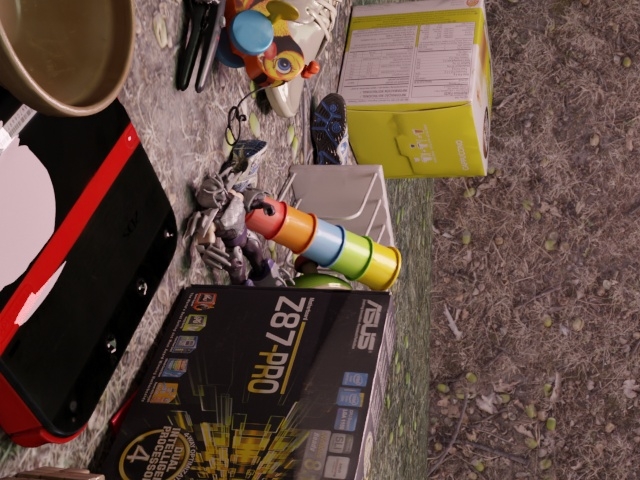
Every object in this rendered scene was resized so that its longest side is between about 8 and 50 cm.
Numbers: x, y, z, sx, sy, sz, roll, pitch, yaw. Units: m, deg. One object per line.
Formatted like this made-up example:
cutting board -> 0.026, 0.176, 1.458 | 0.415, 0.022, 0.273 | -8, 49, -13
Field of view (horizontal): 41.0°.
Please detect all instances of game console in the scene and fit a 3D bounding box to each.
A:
game console -> -0.290, -0.008, 0.944 | 0.386, 0.060, 0.342 | -72, 150, -46

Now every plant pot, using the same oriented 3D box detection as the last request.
plant pot -> -0.286, -0.234, 0.826 | 0.237, 0.110, 0.237 | -3, 90, -71

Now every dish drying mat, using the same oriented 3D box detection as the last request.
dish drying mat -> -0.253, 0.227, 1.128 | 0.083, 0.008, 0.032 | -54, 142, -61

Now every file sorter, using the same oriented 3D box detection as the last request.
file sorter -> 0.032, 0.008, 1.744 | 0.173, 0.193, 0.277 | -66, 151, -47

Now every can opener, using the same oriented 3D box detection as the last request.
can opener -> -0.173, -0.306, 1.285 | 0.073, 0.059, 0.186 | 52, 41, -65

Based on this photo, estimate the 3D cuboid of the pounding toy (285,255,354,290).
pounding toy -> -0.026, 0.106, 1.653 | 0.237, 0.183, 0.110 | 52, 14, -58

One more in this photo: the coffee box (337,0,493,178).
coffee box -> 0.258, -0.381, 2.212 | 0.337, 0.338, 0.334 | 61, 34, -57

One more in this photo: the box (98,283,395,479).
box -> -0.082, 0.221, 1.132 | 0.395, 0.318, 0.097 | -71, 160, -49

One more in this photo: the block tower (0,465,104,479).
block tower -> -0.317, 0.278, 0.783 | 0.335, 0.091, 0.097 | 14, 76, -73

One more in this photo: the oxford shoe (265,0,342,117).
oxford shoe -> -0.028, -0.445, 1.644 | 0.169, 0.130, 0.449 | 58, 37, -63

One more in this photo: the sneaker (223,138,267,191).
sneaker -> -0.130, -0.126, 1.467 | 0.135, 0.052, 0.058 | -59, 156, -46

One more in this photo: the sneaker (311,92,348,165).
sneaker -> 0.022, -0.227, 1.917 | 0.081, 0.080, 0.211 | -61, 158, -69

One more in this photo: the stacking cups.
stacking cups -> 0.000, 0.000, 1.529 | 0.316, 0.096, 0.096 | 25, 61, -31

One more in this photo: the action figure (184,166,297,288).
action figure -> -0.128, 0.006, 1.376 | 0.185, 0.099, 0.285 | -54, 139, -36

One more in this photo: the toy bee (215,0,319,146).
toy bee -> -0.089, -0.312, 1.388 | 0.195, 0.162, 0.298 | 30, -60, 58
